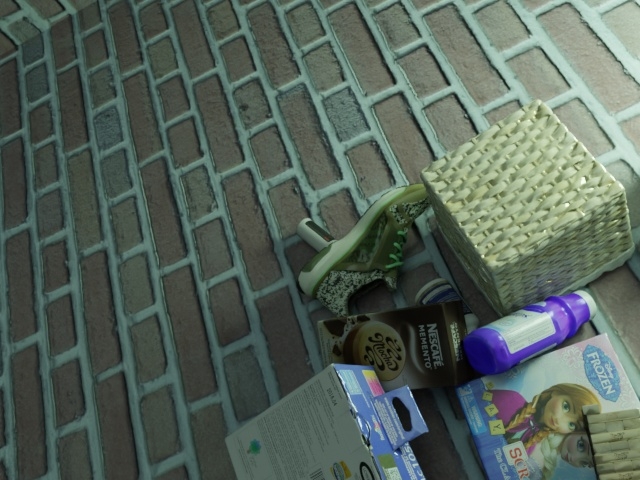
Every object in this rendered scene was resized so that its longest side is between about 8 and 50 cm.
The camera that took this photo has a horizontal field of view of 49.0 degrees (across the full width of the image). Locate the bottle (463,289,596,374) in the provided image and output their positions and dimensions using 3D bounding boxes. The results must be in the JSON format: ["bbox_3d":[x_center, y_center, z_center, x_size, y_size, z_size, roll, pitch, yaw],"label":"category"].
[{"bbox_3d":[0.429,0.179,1.416,0.283,0.118,0.092,-20,90,-20],"label":"bottle"}]

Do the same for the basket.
[{"bbox_3d":[0.438,-0.061,1.501,0.331,0.266,0.328,-31,54,3],"label":"basket"}]

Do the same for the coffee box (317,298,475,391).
[{"bbox_3d":[0.156,0.228,1.482,0.297,0.119,0.168,-13,83,30],"label":"coffee box"}]

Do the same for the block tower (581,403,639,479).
[{"bbox_3d":[0.531,0.450,1.202,0.097,0.091,0.335,-13,67,14],"label":"block tower"}]

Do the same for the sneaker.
[{"bbox_3d":[0.147,0.037,1.664,0.410,0.158,0.182,-42,68,3],"label":"sneaker"}]

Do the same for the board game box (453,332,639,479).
[{"bbox_3d":[0.461,0.380,1.343,0.318,0.066,0.319,-23,63,10],"label":"board game box"}]

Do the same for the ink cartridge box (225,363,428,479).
[{"bbox_3d":[0.023,0.423,1.384,0.395,0.151,0.270,-40,59,27],"label":"ink cartridge box"}]

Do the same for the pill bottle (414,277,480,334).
[{"bbox_3d":[0.288,0.172,1.537,0.094,0.094,0.169,-35,55,2],"label":"pill bottle"}]

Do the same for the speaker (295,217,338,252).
[{"bbox_3d":[0.000,0.000,1.781,0.055,0.055,0.136,-46,55,-6],"label":"speaker"}]
